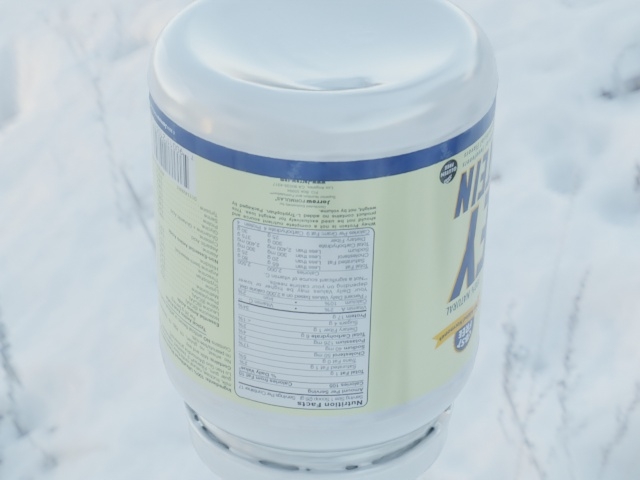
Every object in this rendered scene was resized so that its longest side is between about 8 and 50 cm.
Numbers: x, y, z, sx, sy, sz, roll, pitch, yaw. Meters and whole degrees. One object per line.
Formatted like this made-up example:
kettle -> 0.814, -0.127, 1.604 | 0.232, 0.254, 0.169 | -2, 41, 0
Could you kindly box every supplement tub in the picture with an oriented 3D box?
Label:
supplement tub -> 0.000, 0.000, 1.195 | 0.235, 0.325, 0.235 | 1, 32, 0
